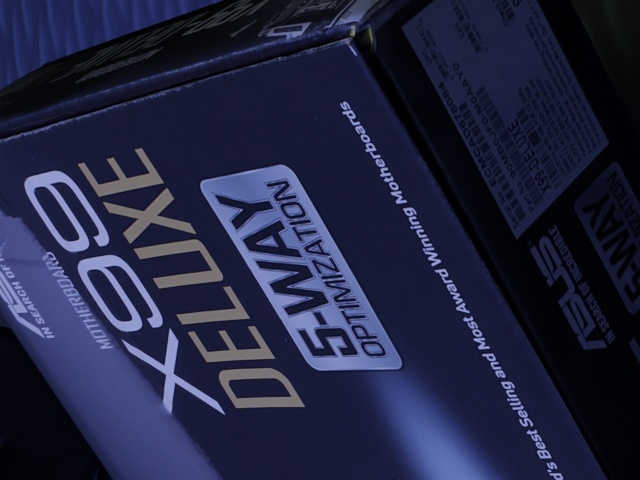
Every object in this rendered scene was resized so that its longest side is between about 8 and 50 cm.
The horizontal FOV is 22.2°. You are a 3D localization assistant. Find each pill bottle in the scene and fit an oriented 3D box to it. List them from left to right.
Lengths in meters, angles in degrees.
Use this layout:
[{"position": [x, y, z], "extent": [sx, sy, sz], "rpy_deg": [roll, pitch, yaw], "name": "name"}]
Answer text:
[{"position": [-0.203, 0.134, 0.872], "extent": [0.219, 0.122, 0.123], "rpy_deg": [-42, 59, 57], "name": "pill bottle"}]

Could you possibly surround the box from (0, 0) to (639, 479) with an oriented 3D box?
[{"position": [0.027, 0.067, 0.520], "extent": [0.242, 0.076, 0.307], "rpy_deg": [-7, 119, 50], "name": "box"}]
